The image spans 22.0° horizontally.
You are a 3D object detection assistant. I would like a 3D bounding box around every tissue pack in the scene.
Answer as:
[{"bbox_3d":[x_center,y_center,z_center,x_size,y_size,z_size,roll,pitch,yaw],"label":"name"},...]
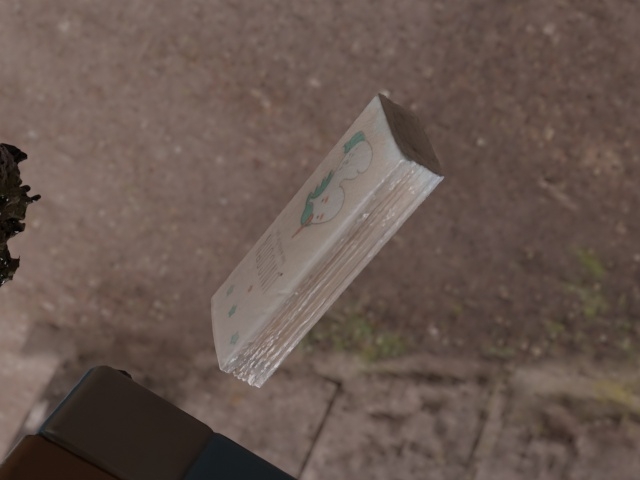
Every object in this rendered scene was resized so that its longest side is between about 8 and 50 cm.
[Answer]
[{"bbox_3d":[0.000,0.000,1.842,0.071,0.325,0.170,32,-162,-24],"label":"tissue pack"}]

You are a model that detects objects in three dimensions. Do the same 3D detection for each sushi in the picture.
[{"bbox_3d":[-0.346,-0.019,1.594,0.115,0.147,0.212,24,129,3],"label":"sushi"}]

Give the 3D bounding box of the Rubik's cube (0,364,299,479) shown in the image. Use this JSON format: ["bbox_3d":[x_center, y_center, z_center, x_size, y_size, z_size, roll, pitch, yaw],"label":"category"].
[{"bbox_3d":[-0.153,0.371,1.257,0.347,0.344,0.346,29,121,5],"label":"Rubik's cube"}]
